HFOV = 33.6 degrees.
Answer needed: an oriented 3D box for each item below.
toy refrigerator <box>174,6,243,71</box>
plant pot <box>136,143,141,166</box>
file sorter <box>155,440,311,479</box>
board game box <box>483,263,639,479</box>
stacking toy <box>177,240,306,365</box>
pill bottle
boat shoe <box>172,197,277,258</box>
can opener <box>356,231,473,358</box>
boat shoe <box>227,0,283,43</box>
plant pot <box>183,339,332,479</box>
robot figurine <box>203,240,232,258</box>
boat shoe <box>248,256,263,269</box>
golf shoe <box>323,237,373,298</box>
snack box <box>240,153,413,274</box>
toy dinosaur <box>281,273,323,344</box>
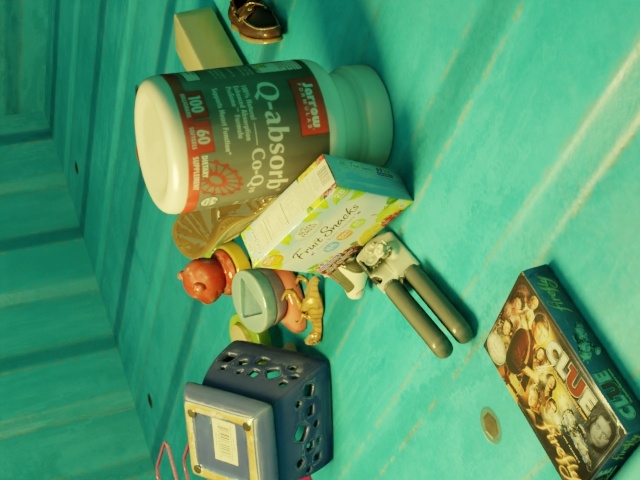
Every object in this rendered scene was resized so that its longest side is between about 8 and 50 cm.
[{"bbox_3d":[-0.220,-0.365,2.221,0.102,0.094,0.270,95,154,-49],"label":"toy refrigerator"},{"bbox_3d":[-0.288,-0.195,2.338,0.174,0.191,0.191,28,126,54],"label":"plant pot"},{"bbox_3d":[-0.200,0.516,2.324,0.202,0.290,0.182,113,142,-54],"label":"file sorter"},{"bbox_3d":[0.297,0.174,1.311,0.165,0.042,0.243,106,145,-47],"label":"board game box"},{"bbox_3d":[-0.165,0.164,2.207,0.309,0.130,0.280,15,117,52],"label":"stacking toy"},{"bbox_3d":[-0.087,-0.169,1.639,0.210,0.362,0.210,169,90,-68],"label":"pill bottle"},{"bbox_3d":[-0.155,-0.086,2.035,0.341,0.110,0.122,-35,84,39],"label":"boat shoe"},{"bbox_3d":[0.143,0.081,1.620,0.093,0.074,0.280,52,179,-39],"label":"can opener"},{"bbox_3d":[-0.129,-0.421,1.998,0.207,0.073,0.073,-139,42,-56],"label":"boat shoe"},{"bbox_3d":[-0.129,0.353,2.066,0.235,0.212,0.236,10,115,32],"label":"plant pot"},{"bbox_3d":[-0.239,0.030,2.472,0.101,0.067,0.115,44,139,39],"label":"robot figurine"},{"bbox_3d":[-0.142,0.057,2.292,0.142,0.049,0.040,133,131,-56],"label":"boat shoe"},{"bbox_3d":[0.000,0.000,1.859,0.273,0.105,0.120,-132,31,-52],"label":"golf shoe"},{"bbox_3d":[0.009,-0.035,1.629,0.207,0.174,0.070,-43,57,31],"label":"snack box"},{"bbox_3d":[-0.016,0.107,2.018,0.112,0.064,0.212,37,145,33],"label":"toy dinosaur"}]
